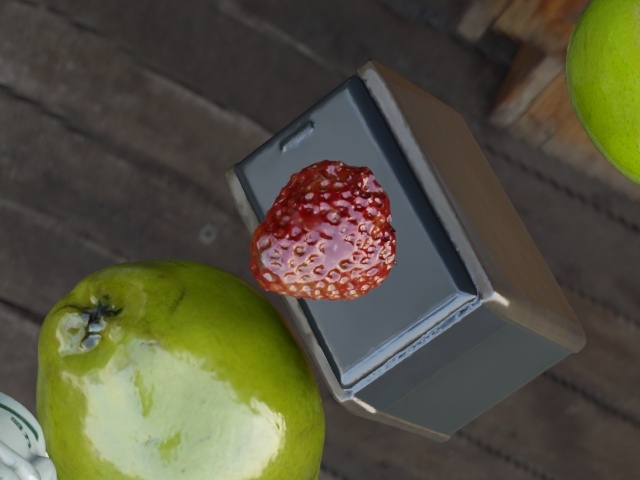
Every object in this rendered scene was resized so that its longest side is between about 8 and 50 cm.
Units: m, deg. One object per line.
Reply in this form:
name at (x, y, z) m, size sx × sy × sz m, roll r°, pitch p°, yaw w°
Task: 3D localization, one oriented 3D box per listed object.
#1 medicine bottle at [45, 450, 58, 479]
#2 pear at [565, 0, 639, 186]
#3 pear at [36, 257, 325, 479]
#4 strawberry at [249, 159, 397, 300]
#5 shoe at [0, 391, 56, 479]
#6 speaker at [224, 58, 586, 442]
medicine bottle at (-0.455, 0.303, 1.885) m, size 0.236 × 0.406 × 0.235 m, roll 1°, pitch 89°, yaw -50°
pear at (0.284, -0.114, 1.301) m, size 0.187 × 0.220 × 0.187 m, roll -3°, pitch 96°, yaw -39°
pear at (-0.105, 0.129, 1.411) m, size 0.212 × 0.212 × 0.269 m, roll -57°, pitch 135°, yaw -23°
strawberry at (0.000, 0.000, 0.952) m, size 0.073 × 0.073 × 0.083 m, roll 51°, pitch 37°, yaw 4°
shoe at (-0.121, 0.073, 0.506) m, size 0.095 × 0.265 × 0.110 m, roll 44°, pitch 65°, yaw -5°
speaker at (0.064, 0.012, 1.417) m, size 0.153 × 0.192 × 0.231 m, roll -36°, pitch 60°, yaw 17°
